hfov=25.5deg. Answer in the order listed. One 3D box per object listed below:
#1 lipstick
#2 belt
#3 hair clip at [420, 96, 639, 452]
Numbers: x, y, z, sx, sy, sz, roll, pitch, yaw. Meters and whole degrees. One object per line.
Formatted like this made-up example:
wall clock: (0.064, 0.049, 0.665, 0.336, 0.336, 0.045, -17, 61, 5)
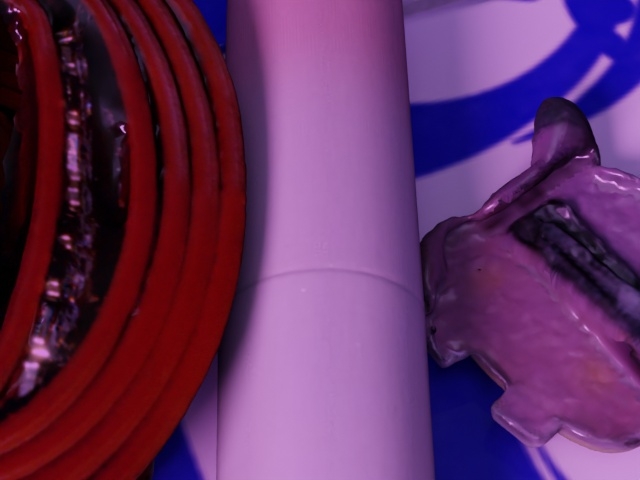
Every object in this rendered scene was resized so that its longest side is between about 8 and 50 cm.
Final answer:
lipstick: (0.000, 0.000, 0.614, 0.087, 0.087, 0.327, -1, 57, -1)
belt: (-0.154, 0.011, 0.557, 0.227, 0.115, 0.324, 17, 56, -12)
hair clip: (0.127, 0.031, 0.624, 0.146, 0.056, 0.187, -38, 56, -20)
